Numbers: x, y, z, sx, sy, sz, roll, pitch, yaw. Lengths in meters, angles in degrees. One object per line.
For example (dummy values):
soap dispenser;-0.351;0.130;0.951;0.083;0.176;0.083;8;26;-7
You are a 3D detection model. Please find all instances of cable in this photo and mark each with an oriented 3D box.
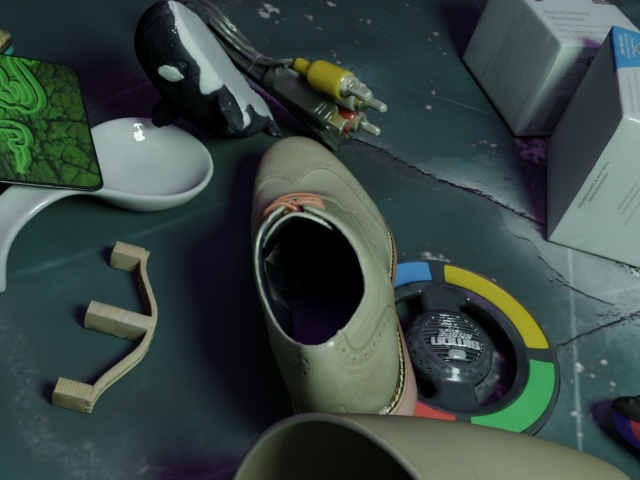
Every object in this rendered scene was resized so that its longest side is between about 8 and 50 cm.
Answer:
cable;-0.047;-0.204;1.023;0.287;0.139;0.072;39;80;19

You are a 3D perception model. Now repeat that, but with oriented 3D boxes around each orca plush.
orca plush;-0.140;-0.164;0.931;0.102;0.287;0.151;-24;88;10

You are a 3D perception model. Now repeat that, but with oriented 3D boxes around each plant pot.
plant pot;0.111;0.231;0.600;0.274;0.256;0.256;0;45;-40

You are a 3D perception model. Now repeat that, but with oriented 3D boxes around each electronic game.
electronic game;0.124;0.106;0.843;0.229;0.048;0.229;9;45;-10

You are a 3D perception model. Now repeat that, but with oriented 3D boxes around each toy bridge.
toy bridge;-0.183;0.075;0.789;0.063;0.026;0.188;16;44;-5

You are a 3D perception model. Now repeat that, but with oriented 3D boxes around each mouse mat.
mouse mat;-0.294;-0.120;0.824;0.152;0.007;0.190;4;45;-32

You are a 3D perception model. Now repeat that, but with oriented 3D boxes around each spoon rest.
spoon rest;-0.223;-0.054;0.863;0.137;0.084;0.276;36;48;17

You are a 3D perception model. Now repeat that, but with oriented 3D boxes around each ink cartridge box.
ink cartridge box;0.435;-0.090;1.027;0.270;0.197;0.198;17;44;-2

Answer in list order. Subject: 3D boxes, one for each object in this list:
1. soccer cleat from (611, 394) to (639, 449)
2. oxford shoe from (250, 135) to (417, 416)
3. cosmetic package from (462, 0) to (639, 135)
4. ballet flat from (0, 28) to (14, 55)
soccer cleat;0.403;0.241;0.769;0.318;0.116;0.108;24;10;27
oxford shoe;0.000;0.000;0.801;0.140;0.146;0.397;-19;41;0
cosmetic package;0.318;-0.258;1.188;0.151;0.151;0.184;-4;48;-23
ballet flat;-0.415;-0.135;0.844;0.123;0.123;0.348;16;47;-2
